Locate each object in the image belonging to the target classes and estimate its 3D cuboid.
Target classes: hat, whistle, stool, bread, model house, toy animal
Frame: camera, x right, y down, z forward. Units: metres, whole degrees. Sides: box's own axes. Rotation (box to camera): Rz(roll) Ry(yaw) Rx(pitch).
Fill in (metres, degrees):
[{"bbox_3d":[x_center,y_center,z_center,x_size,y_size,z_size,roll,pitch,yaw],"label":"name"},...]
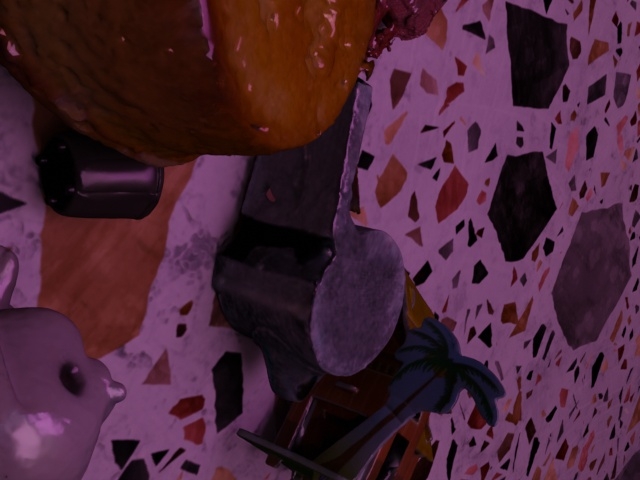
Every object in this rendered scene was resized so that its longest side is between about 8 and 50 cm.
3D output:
[{"bbox_3d":[0.108,-0.368,1.016,0.237,0.107,0.286,40,67,-36],"label":"hat"},{"bbox_3d":[-0.020,-0.003,0.937,0.188,0.168,0.405,-31,124,-39],"label":"whistle"},{"bbox_3d":[-0.219,-0.067,0.755,0.110,0.096,0.096,-4,105,-43],"label":"stool"},{"bbox_3d":[-0.104,-0.248,0.631,0.398,0.215,0.398,9,90,-66],"label":"bread"},{"bbox_3d":[0.135,0.236,1.063,0.300,0.340,0.323,48,62,-46],"label":"model house"},{"bbox_3d":[-0.296,0.107,0.610,0.174,0.289,0.249,-30,102,-37],"label":"toy animal"}]

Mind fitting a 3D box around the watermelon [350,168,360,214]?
[{"bbox_3d":[0.007,-0.116,1.015,0.069,0.087,0.163,-14,115,-5],"label":"watermelon"}]
